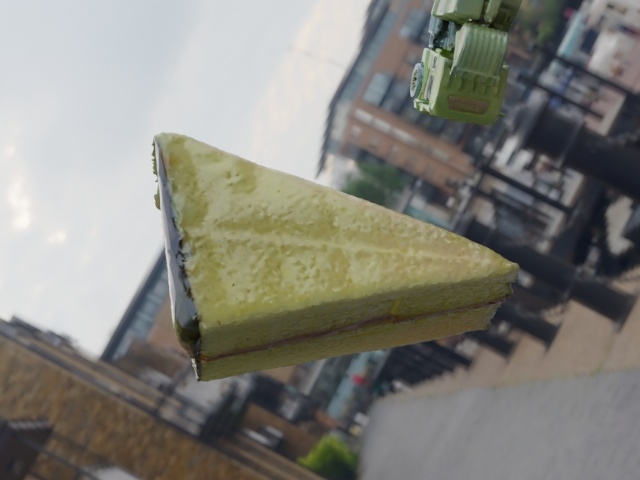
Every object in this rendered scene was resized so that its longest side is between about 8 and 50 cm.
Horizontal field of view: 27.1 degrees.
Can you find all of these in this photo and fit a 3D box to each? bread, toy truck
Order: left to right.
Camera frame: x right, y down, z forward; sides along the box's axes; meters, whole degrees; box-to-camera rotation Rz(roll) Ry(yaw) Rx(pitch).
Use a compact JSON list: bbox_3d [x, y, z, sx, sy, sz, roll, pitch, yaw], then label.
[{"bbox_3d":[0.004,0.001,1.052,0.168,0.264,0.163,102,157,-68],"label":"bread"},{"bbox_3d":[0.143,-0.197,1.196,0.116,0.085,0.191,-110,31,-76],"label":"toy truck"}]
